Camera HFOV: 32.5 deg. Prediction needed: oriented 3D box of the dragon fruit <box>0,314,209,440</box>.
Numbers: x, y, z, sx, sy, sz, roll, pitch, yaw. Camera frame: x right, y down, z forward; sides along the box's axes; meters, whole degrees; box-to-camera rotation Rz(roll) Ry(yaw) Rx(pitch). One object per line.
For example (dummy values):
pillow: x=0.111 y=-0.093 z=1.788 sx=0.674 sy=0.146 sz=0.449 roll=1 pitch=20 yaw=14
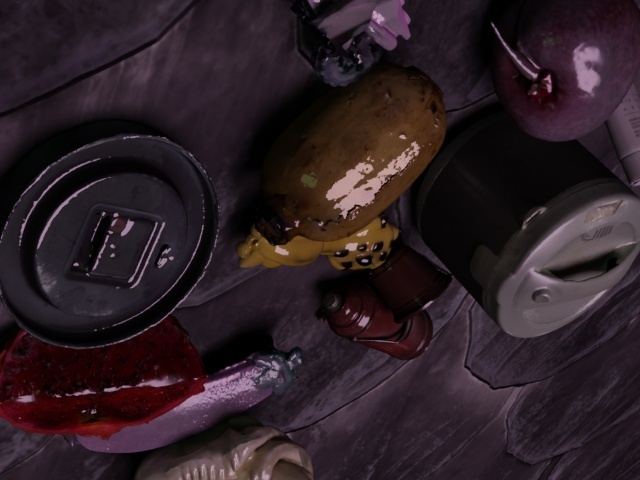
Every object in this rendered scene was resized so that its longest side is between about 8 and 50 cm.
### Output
dragon fruit: x=-0.293 y=0.175 z=1.417 sx=0.262 sy=0.134 sz=0.211 roll=-4 pitch=146 yaw=-18

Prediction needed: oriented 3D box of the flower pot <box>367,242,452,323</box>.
flower pot: x=0.125 y=0.055 z=1.620 sx=0.111 sy=0.089 sz=0.111 roll=-40 pitch=-175 yaw=4

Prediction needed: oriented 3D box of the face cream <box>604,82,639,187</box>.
face cream: x=0.426 y=-0.195 z=1.563 sx=0.092 sy=0.244 sz=0.058 roll=-9 pitch=164 yaw=-35

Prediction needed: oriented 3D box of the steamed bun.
steamed bun: x=-0.136 y=0.385 z=1.694 sx=0.280 sy=0.207 sz=0.268 roll=-23 pitch=111 yaw=13

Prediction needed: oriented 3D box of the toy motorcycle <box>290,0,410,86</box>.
toy motorcycle: x=0.038 y=-0.293 z=1.178 sx=0.188 sy=0.143 sz=0.327 roll=-39 pitch=152 yaw=-1

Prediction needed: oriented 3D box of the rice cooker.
rice cooker: x=0.309 y=-0.021 z=1.594 sx=0.288 sy=0.277 sz=0.288 roll=-25 pitch=143 yaw=-21

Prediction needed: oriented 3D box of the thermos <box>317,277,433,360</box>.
thermos: x=0.073 y=0.119 z=1.699 sx=0.124 sy=0.099 sz=0.232 roll=-13 pitch=157 yaw=34

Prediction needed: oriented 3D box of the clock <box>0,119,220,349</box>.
clock: x=-0.247 y=-0.006 z=1.267 sx=0.280 sy=0.055 sz=0.280 roll=-20 pitch=130 yaw=-27

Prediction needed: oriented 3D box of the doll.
doll: x=0.000 y=-0.001 z=1.505 sx=0.291 sy=0.086 sz=0.117 roll=2 pitch=132 yaw=-46

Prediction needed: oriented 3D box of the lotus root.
lotus root: x=0.033 y=-0.100 z=1.355 sx=0.284 sy=0.160 sz=0.146 roll=-43 pitch=147 yaw=-8

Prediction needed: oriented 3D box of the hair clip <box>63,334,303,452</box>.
hair clip: x=-0.197 y=0.229 z=1.587 sx=0.358 sy=0.095 sz=0.110 roll=-21 pitch=162 yaw=-19

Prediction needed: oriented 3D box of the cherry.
cherry: x=0.324 y=-0.241 z=1.445 sx=0.266 sy=0.183 sz=0.213 roll=-24 pitch=139 yaw=-29
